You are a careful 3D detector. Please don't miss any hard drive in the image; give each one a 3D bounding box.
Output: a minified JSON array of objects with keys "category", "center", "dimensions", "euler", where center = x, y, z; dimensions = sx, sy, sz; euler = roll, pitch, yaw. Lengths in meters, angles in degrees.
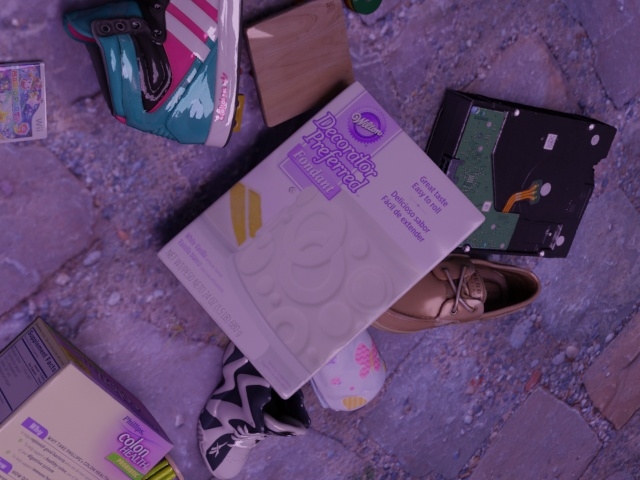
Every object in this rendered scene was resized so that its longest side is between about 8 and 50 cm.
[{"category":"hard drive","center":[0.295,-0.094,1.480],"dimensions":[0.339,0.064,0.236],"euler":[2,113,-38]}]

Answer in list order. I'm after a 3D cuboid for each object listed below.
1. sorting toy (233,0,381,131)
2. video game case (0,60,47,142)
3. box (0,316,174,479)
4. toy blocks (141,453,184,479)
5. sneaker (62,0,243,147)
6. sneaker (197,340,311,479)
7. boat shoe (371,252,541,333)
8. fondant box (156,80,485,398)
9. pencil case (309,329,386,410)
[{"category":"sorting toy","center":[-0.040,-0.224,1.174],"dimensions":[0.275,0.046,0.132],"euler":[-28,128,-22]},{"category":"video game case","center":[-0.352,-0.144,1.013],"dimensions":[0.122,0.011,0.087],"euler":[-12,120,-31]},{"category":"box","center":[-0.347,0.258,1.167],"dimensions":[0.243,0.117,0.213],"euler":[-44,132,-7]},{"category":"toy blocks","center":[-0.255,0.378,1.343],"dimensions":[0.148,0.054,0.123],"euler":[-33,130,-17]},{"category":"sneaker","center":[-0.181,-0.250,1.014],"dimensions":[0.179,0.124,0.295],"euler":[1,92,-19]},{"category":"sneaker","center":[-0.088,0.261,1.333],"dimensions":[0.094,0.153,0.234],"euler":[10,108,-38]},{"category":"boat shoe","center":[0.197,0.069,1.439],"dimensions":[0.341,0.110,0.121],"euler":[-2,80,-42]},{"category":"fondant box","center":[0.000,0.000,1.189],"dimensions":[0.330,0.238,0.096],"euler":[-42,175,-7]},{"category":"pencil case","center":[0.000,0.129,1.348],"dimensions":[0.124,0.114,0.273],"euler":[-62,140,-29]}]
